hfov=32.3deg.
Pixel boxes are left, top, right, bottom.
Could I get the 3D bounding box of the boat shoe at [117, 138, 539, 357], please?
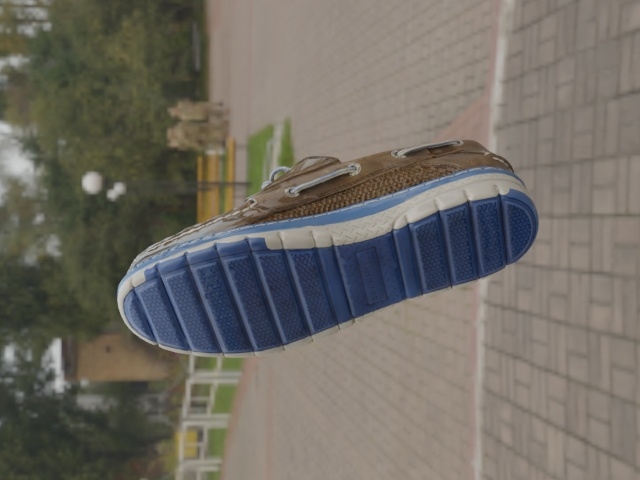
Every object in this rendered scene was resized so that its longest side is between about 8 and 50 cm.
[{"bbox_3d":[0.000,0.000,0.492,0.066,0.183,0.066,-107,6,-51],"label":"boat shoe"}]
